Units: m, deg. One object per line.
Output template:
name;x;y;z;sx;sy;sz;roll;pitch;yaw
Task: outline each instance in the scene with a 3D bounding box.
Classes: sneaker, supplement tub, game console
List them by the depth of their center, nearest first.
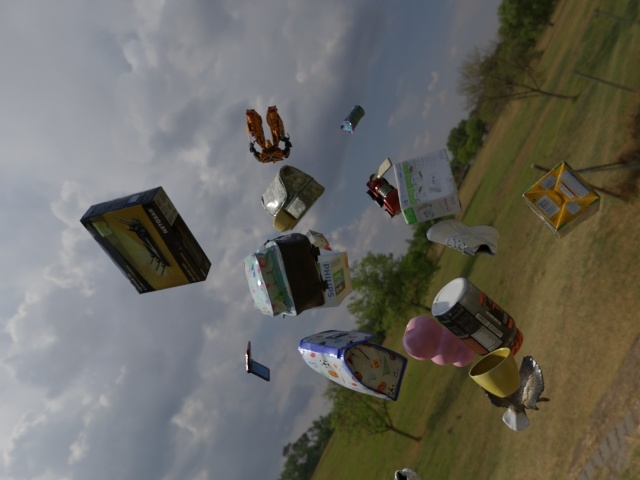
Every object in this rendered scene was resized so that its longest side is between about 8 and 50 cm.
game console;-0.236;0.456;1.736;0.144;0.085;0.124;-159;67;-83
supplement tub;0.635;0.326;1.846;0.207;0.338;0.207;-49;8;9
sneaker;0.585;-0.005;1.868;0.111;0.296;0.130;87;-169;-48
sneaker;0.366;1.018;1.949;0.090;0.115;0.232;-37;-5;1

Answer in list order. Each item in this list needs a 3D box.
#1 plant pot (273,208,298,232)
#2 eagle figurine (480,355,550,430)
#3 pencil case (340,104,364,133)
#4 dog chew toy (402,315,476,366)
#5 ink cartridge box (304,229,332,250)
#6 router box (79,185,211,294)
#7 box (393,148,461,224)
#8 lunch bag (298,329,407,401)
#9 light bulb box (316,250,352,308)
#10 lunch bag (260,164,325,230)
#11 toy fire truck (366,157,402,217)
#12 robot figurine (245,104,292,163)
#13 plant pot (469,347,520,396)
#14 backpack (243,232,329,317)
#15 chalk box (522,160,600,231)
plant pot;-0.160;-0.082;2.012;0.083;0.081;0.081;-52;-10;12
eagle figurine;0.815;0.624;1.931;0.226;0.225;0.298;-37;-51;-6
pencil case;0.148;-0.546;2.066;0.070;0.064;0.152;95;-160;-50
dog chew toy;0.560;0.486;2.144;0.206;0.331;0.207;19;-90;-80
ink cartridge box;0.000;0.000;1.680;0.115;0.063;0.029;16;-59;-45
router box;-0.503;0.010;1.345;0.081;0.242;0.309;-84;-24;-50
box;0.443;-0.226;1.909;0.127;0.230;0.262;56;-156;-49
lunch bag;0.135;0.526;2.023;0.385;0.327;0.239;30;-112;-32
light bulb box;-0.056;0.206;2.311;0.358;0.360;0.226;-22;-78;-73
lunch bag;-0.166;-0.238;2.466;0.213;0.256;0.305;-49;1;-40
toy fire truck;0.321;-0.257;2.191;0.158;0.217;0.246;-42;-24;0
robot figurine;-0.251;-0.484;2.159;0.085;0.210;0.291;-91;-8;-49
plant pot;0.507;0.383;1.295;0.134;0.095;0.134;-36;-5;-4
backpack;-0.109;0.102;1.291;0.253;0.190;0.226;172;82;-73
chalk box;0.882;-0.134;1.669;0.179;0.180;0.288;-42;-24;19
